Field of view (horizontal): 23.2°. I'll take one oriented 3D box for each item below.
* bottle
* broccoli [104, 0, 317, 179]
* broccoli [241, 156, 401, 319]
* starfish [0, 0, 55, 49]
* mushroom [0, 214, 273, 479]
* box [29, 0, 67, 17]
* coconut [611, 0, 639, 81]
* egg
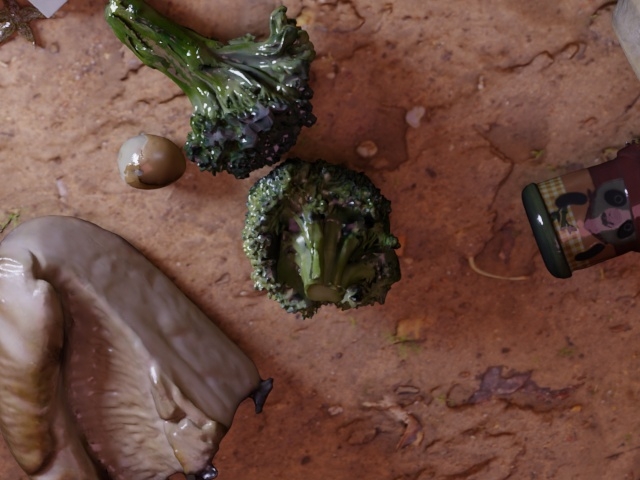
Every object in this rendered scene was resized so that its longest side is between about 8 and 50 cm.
[{"bbox_3d":[0.401,-0.059,2.002,0.271,0.143,0.156,-20,143,6],"label":"bottle"},{"bbox_3d":[-0.115,-0.215,1.861,0.198,0.177,0.275,-29,104,14],"label":"broccoli"},{"bbox_3d":[-0.001,-0.003,1.958,0.198,0.226,0.176,-15,74,2],"label":"broccoli"},{"bbox_3d":[-0.365,-0.269,1.869,0.086,0.016,0.092,-22,115,2],"label":"starfish"},{"bbox_3d":[-0.313,0.165,2.013,0.314,0.224,0.397,-33,110,26],"label":"mushroom"},{"bbox_3d":[-0.338,-0.347,1.816,0.100,0.048,0.152,-41,112,12],"label":"box"},{"bbox_3d":[0.472,-0.264,1.873,0.222,0.202,0.202,-31,117,13],"label":"coconut"},{"bbox_3d":[-0.210,-0.098,1.946,0.083,0.071,0.071,3,118,-26],"label":"egg"}]
